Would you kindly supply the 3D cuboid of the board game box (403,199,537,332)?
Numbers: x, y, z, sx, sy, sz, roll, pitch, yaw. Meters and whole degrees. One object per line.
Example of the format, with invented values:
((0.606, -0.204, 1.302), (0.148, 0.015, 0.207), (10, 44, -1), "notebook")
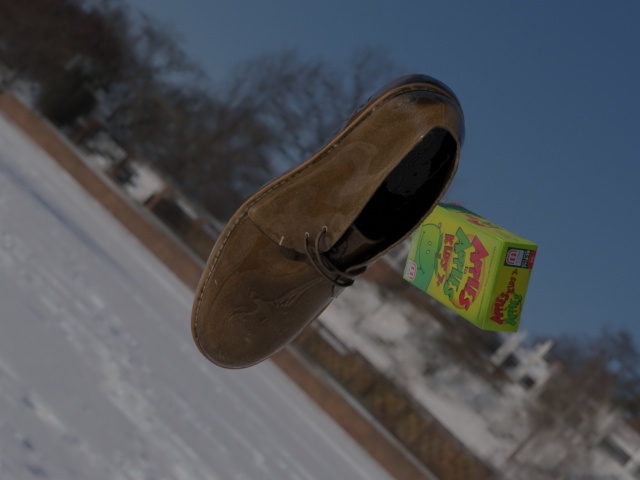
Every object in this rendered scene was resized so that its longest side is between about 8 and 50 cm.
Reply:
((0.151, 0.023, 1.647), (0.043, 0.092, 0.181), (8, 12, -25), "board game box")

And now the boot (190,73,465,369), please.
((0.000, 0.000, 1.285), (0.112, 0.305, 0.115), (37, 17, -18), "boot")
